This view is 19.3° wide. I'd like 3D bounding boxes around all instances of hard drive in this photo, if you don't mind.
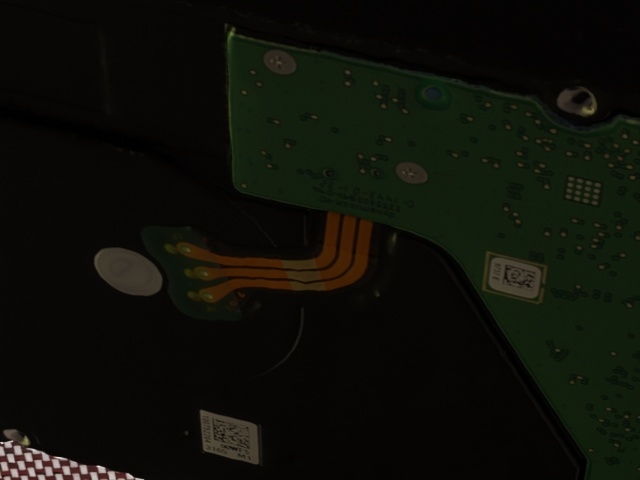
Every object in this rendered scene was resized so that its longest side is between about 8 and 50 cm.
[{"bbox_3d":[0.000,0.000,0.569,0.237,0.339,0.064,89,-162,-50],"label":"hard drive"}]
